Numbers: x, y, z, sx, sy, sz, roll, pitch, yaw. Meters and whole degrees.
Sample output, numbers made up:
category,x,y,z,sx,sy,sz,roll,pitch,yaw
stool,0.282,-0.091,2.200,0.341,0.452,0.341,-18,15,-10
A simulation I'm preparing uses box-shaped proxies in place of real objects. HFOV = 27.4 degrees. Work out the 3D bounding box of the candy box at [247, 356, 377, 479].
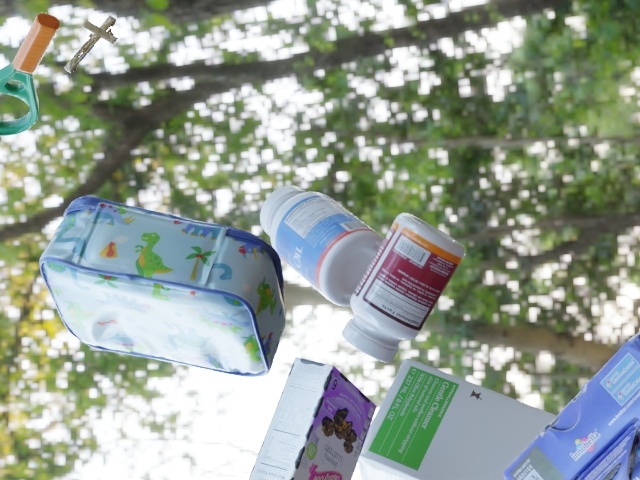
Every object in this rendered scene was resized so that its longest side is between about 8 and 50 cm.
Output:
category,x,y,z,sx,sy,sz,roll,pitch,yaw
candy box,-0.009,0.288,1.849,0.165,0.070,0.196,48,-123,-53

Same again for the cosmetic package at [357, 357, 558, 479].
category,x,y,z,sx,sy,sz,roll,pitch,yaw
cosmetic package,0.263,0.354,2.054,0.197,0.366,0.155,-61,-22,-28

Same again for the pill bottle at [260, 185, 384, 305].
category,x,y,z,sx,sy,sz,roll,pitch,yaw
pill bottle,0.000,0.000,2.003,0.124,0.221,0.124,-15,-58,-26

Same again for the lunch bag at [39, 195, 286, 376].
category,x,y,z,sx,sy,sz,roll,pitch,yaw
lunch bag,-0.143,0.049,1.234,0.176,0.219,0.090,79,-155,-54

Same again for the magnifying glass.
category,x,y,z,sx,sy,sz,roll,pitch,yaw
magnifying glass,-0.373,-0.201,1.619,0.092,0.231,0.026,14,-125,-26

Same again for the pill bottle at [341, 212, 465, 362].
category,x,y,z,sx,sy,sz,roll,pitch,yaw
pill bottle,0.087,0.053,1.439,0.152,0.086,0.086,-60,-25,8

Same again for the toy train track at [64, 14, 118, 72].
category,x,y,z,sx,sy,sz,roll,pitch,yaw
toy train track,-0.263,-0.223,1.507,0.083,0.048,0.014,-53,-19,-17

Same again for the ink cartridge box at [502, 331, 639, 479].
category,x,y,z,sx,sy,sz,roll,pitch,yaw
ink cartridge box,0.393,0.203,1.537,0.395,0.270,0.151,-20,-118,-47
